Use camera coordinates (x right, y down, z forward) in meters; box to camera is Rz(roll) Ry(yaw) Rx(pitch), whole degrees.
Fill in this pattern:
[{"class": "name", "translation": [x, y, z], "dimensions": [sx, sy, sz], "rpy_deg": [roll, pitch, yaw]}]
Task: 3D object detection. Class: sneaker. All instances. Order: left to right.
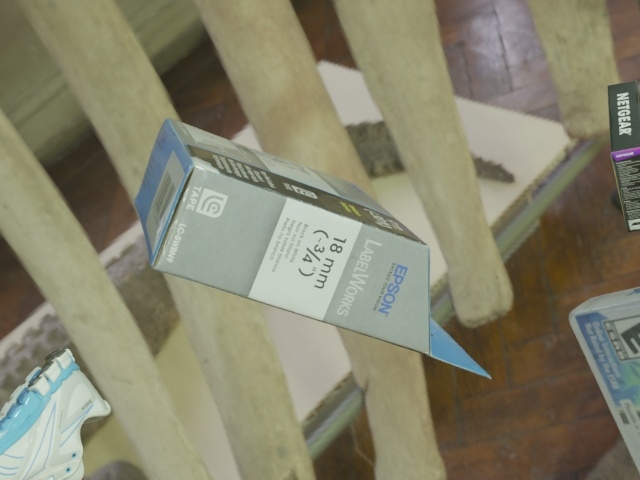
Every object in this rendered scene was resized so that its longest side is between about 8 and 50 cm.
[{"class": "sneaker", "translation": [-0.225, 0.172, 0.792], "dimensions": [0.071, 0.083, 0.191], "rpy_deg": [-27, 20, 50]}]

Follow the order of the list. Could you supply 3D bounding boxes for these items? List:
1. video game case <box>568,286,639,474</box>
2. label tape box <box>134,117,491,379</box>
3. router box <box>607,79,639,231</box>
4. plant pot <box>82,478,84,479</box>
[{"class": "video game case", "translation": [0.325, 0.161, 0.609], "dimensions": [0.036, 0.329, 0.300], "rpy_deg": [-26, 3, -35]}, {"class": "label tape box", "translation": [0.000, 0.000, 1.012], "dimensions": [0.106, 0.333, 0.240], "rpy_deg": [-68, 19, 10]}, {"class": "router box", "translation": [0.428, -0.118, 1.440], "dimensions": [0.046, 0.133, 0.179], "rpy_deg": [-9, 34, 20]}, {"class": "plant pot", "translation": [-0.304, 0.414, 1.123], "dimensions": [0.265, 0.272, 0.272], "rpy_deg": [-60, 36, 14]}]
